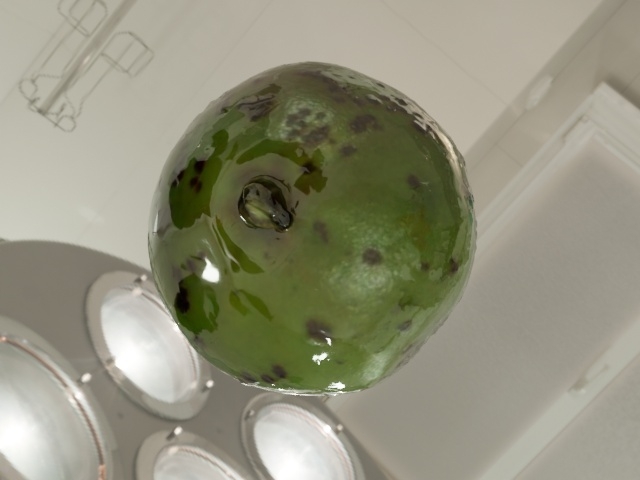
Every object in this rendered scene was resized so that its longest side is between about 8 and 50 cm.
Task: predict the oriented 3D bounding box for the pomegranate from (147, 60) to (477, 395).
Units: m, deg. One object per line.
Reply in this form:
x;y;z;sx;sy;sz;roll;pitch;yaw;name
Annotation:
0.000;0.000;0.433;0.211;0.211;0.263;44;180;19;pomegranate
